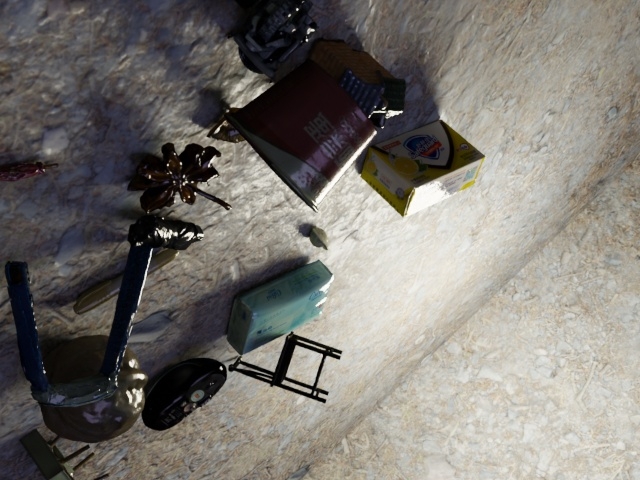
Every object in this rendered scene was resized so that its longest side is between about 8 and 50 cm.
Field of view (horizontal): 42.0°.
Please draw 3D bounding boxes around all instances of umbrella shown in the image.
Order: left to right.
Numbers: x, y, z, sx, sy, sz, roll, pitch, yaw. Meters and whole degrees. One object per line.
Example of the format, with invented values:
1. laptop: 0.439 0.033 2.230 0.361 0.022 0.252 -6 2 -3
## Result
1. umbrella: -0.471 -0.100 1.259 0.165 0.025 0.027 -16 163 -41
2. umbrella: -0.279 -0.014 1.573 0.066 0.059 0.236 -26 171 17

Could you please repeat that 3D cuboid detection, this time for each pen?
1. pen: -0.378 0.073 1.626 0.233 0.032 0.040 -34 128 -25

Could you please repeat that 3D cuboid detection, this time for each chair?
1. chair: -0.088 0.307 2.127 0.154 0.260 0.141 33 76 -86

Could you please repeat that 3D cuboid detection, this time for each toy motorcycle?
1. toy motorcycle: -0.078 -0.333 1.346 0.159 0.106 0.270 -43 -173 14

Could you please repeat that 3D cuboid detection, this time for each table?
1. table: -0.558 0.500 1.861 0.111 0.121 0.240 -35 152 -21

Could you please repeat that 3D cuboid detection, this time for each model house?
1. model house: 0.069 -0.276 1.614 0.183 0.172 0.166 -13 138 -48

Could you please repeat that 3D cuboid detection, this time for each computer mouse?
1. computer mouse: -0.335 0.357 2.010 0.233 0.096 0.137 -35 147 -11

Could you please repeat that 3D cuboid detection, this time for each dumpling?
1. dumpling: 0.001 0.000 2.025 0.043 0.059 0.077 -21 147 -24

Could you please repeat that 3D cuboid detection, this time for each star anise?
1. star anise: -0.256 -0.098 1.506 0.177 0.073 0.234 -21 145 -12

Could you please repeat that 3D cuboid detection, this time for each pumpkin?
1. pumpkin: -0.158 -0.213 1.535 0.073 0.035 0.101 -46 151 24

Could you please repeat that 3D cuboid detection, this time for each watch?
1. watch: -0.411 0.149 1.498 0.276 0.068 0.274 -12 96 -45

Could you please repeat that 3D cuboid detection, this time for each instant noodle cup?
1. instant noodle cup: -0.026 -0.189 1.446 0.178 0.235 0.235 -44 153 1

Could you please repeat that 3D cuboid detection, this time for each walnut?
1. walnut: -0.443 0.289 1.637 0.224 0.224 0.224 -34 151 -22

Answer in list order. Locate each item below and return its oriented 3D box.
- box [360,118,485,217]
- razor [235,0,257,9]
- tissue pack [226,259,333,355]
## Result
1. box: 0.247 -0.178 2.012 0.265 0.168 0.097 -23 147 -35
2. razor: -0.089 -0.435 1.299 0.148 0.054 0.090 -46 157 2
3. tissue pack: -0.099 0.168 2.084 0.263 0.089 0.177 -25 147 -36
